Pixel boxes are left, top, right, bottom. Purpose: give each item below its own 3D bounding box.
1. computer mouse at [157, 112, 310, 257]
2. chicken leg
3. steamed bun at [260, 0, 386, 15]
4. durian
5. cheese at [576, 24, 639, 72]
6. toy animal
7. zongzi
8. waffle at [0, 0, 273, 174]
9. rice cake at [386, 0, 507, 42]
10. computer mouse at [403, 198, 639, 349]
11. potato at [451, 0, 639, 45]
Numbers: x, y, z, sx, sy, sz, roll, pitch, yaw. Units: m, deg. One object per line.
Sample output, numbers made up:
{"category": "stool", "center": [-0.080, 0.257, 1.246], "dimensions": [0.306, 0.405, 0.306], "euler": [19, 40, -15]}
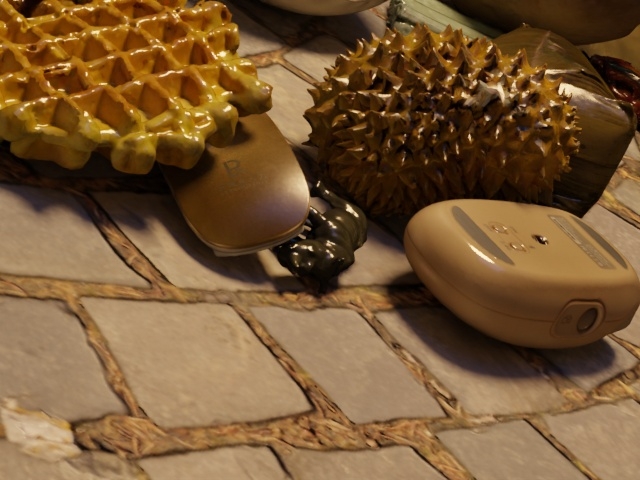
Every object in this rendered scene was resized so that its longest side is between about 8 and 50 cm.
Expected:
{"category": "computer mouse", "center": [-0.077, -0.061, 1.386], "dimensions": [0.102, 0.045, 0.199], "euler": [-15, 40, -12]}
{"category": "chicken leg", "center": [0.428, -0.147, 2.100], "dimensions": [0.253, 0.051, 0.106], "euler": [35, 21, 7]}
{"category": "steamed bun", "center": [-0.023, -0.393, 1.842], "dimensions": [0.309, 0.309, 0.309], "euler": [23, 26, -12]}
{"category": "durian", "center": [0.108, -0.113, 1.524], "dimensions": [0.250, 0.183, 0.138], "euler": [-6, -5, -7]}
{"category": "cheese", "center": [0.415, -0.330, 2.177], "dimensions": [0.318, 0.326, 0.115], "euler": [0, 10, 41]}
{"category": "toy animal", "center": [0.000, 0.000, 1.386], "dimensions": [0.065, 0.047, 0.135], "euler": [34, 23, 2]}
{"category": "zongzi", "center": [0.138, -0.153, 1.724], "dimensions": [0.300, 0.145, 0.274], "euler": [12, 23, -11]}
{"category": "waffle", "center": [-0.190, -0.141, 1.379], "dimensions": [0.309, 0.065, 0.283], "euler": [14, 34, -5]}
{"category": "rice cake", "center": [0.176, -0.228, 1.999], "dimensions": [0.211, 0.038, 0.124], "euler": [25, 25, -11]}
{"category": "computer mouse", "center": [0.168, 0.029, 1.461], "dimensions": [0.236, 0.082, 0.145], "euler": [3, 35, -46]}
{"category": "potato", "center": [0.245, -0.287, 2.045], "dimensions": [0.211, 0.189, 0.264], "euler": [-11, 40, -20]}
